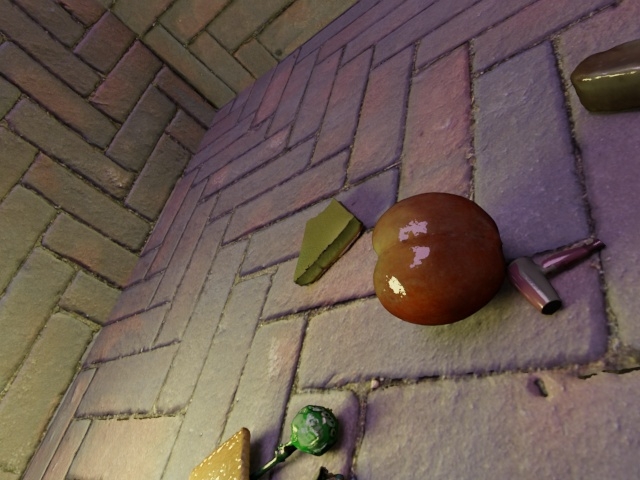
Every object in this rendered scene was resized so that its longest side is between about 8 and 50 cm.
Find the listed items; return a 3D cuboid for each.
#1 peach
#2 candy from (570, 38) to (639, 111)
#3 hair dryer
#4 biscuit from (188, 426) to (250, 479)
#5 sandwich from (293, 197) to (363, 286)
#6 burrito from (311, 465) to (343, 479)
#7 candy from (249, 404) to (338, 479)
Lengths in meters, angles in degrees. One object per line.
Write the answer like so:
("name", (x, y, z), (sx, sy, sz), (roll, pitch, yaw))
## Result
("peach", (0.215, 0.033, 0.851), (0.252, 0.252, 0.252), (-33, 35, 27))
("candy", (0.596, -0.309, 0.845), (0.234, 0.104, 0.102), (15, 70, 56))
("hair dryer", (0.404, 0.045, 0.774), (0.154, 0.054, 0.106), (-39, 37, 10))
("biscuit", (-0.233, 0.546, 1.034), (0.249, 0.030, 0.160), (-46, 29, 25))
("sandwich", (0.000, 0.000, 1.329), (0.245, 0.063, 0.212), (-46, 28, 5))
("burrito", (-0.048, 0.547, 0.793), (0.096, 0.066, 0.309), (5, 58, 57))
("candy", (-0.086, 0.447, 0.953), (0.323, 0.097, 0.097), (-45, 31, 22))
